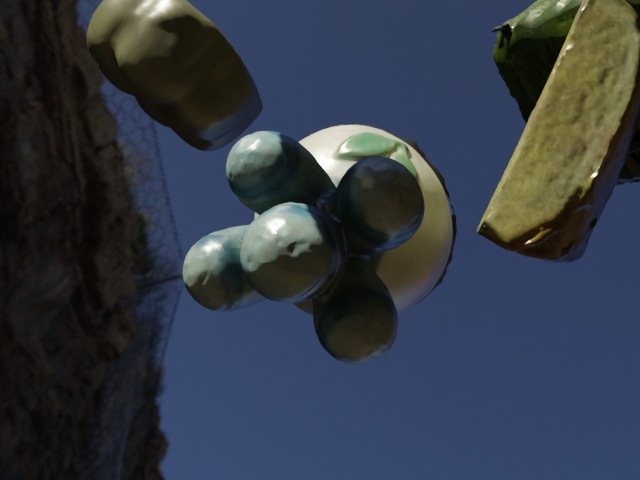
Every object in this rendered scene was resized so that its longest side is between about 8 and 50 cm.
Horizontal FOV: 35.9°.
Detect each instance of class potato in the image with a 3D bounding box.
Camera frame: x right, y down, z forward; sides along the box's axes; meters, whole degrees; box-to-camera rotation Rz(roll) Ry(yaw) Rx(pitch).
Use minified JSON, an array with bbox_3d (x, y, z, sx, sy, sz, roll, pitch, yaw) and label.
[{"bbox_3d":[0.267,-0.123,0.998,0.112,0.269,0.255,23,-69,8],"label":"potato"}]

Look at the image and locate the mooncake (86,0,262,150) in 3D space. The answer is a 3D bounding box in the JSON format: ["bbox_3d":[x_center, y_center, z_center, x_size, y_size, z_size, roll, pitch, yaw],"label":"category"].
[{"bbox_3d":[-0.212,-0.242,1.413,0.275,0.135,0.275,39,-9,7],"label":"mooncake"}]

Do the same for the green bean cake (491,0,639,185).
[{"bbox_3d":[0.362,-0.199,1.193,0.247,0.156,0.250,57,-25,-14],"label":"green bean cake"}]

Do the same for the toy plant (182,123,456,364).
[{"bbox_3d":[0.000,0.000,0.978,0.247,0.332,0.247,2,-83,17],"label":"toy plant"}]
